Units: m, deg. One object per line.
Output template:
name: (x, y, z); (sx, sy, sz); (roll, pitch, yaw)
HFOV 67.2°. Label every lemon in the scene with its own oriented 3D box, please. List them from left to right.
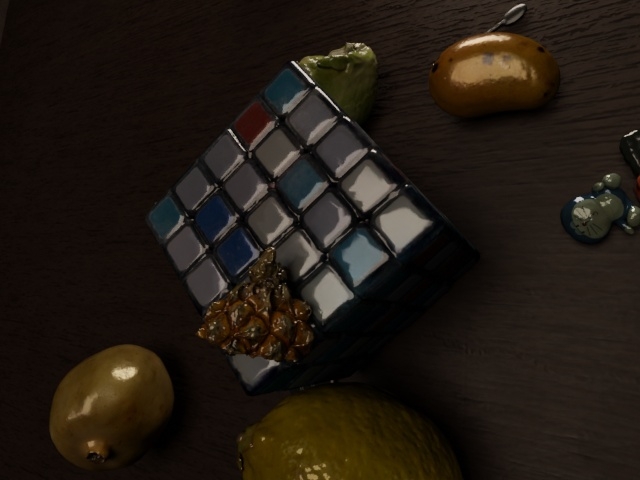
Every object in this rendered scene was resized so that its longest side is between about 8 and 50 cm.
lemon: (0.037, 0.306, 0.600); (0.254, 0.310, 0.254); (-55, 15, 22)

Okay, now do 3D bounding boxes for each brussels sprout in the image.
brussels sprout: (0.018, -0.248, 0.822); (0.183, 0.146, 0.131); (-23, 30, -15)

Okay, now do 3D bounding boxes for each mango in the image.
mango: (0.245, -0.238, 0.691); (0.177, 0.090, 0.115); (0, 90, 31)

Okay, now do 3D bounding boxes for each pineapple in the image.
pineapple: (-0.057, 0.064, 0.487); (0.114, 0.077, 0.114); (15, 76, -7)

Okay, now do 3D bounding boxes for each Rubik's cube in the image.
Rubik's cube: (0.000, 0.000, 0.658); (0.292, 0.287, 0.293); (-46, 65, 11)

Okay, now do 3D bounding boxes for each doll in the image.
doll: (0.348, -0.031, 0.600); (0.083, 0.050, 0.076); (-37, 80, 21)

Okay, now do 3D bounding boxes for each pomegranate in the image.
pomegranate: (-0.400, 0.324, 0.940); (0.233, 0.233, 0.233); (-8, 76, 33)

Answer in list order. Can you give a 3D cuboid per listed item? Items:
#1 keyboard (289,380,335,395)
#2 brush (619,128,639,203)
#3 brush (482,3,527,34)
keyboard: (-0.042, 0.179, 0.838); (0.103, 0.041, 0.382); (-30, 71, 25)
brush: (0.432, 0.008, 0.537); (0.070, 0.051, 0.324); (-23, 65, 22)
brush: (0.276, -0.330, 0.737); (0.083, 0.008, 0.024); (-33, 65, 25)
